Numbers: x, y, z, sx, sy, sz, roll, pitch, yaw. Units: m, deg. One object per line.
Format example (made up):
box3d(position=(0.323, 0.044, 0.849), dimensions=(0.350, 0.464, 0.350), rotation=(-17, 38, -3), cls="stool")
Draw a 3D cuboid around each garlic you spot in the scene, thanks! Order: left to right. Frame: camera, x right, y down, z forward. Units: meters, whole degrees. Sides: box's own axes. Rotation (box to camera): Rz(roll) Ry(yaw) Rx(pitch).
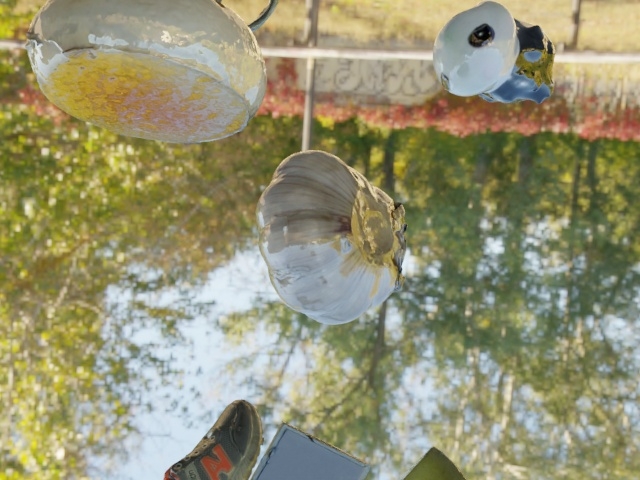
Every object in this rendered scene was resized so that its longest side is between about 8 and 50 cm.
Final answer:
box3d(position=(0.012, -0.003, 1.541), dimensions=(0.322, 0.322, 0.241), rotation=(-3, 146, -50), cls="garlic")

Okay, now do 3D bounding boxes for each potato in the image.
box3d(position=(0.145, 0.345, 1.036), dimensions=(0.149, 0.120, 0.081), rotation=(38, -152, 9), cls="potato")

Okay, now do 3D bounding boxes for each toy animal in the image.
box3d(position=(0.357, -0.402, 1.831), dimensions=(0.267, 0.212, 0.212), rotation=(11, 180, -35), cls="toy animal")

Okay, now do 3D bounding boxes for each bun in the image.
box3d(position=(-0.213, -0.245, 1.075), dimensions=(0.299, 0.164, 0.299), rotation=(5, 164, 1), cls="bun")

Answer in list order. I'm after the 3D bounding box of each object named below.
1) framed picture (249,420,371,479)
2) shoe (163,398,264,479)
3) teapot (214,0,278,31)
box3d(position=(-0.052, 0.516, 1.673), dimensions=(0.209, 0.281, 0.019), rotation=(30, -176, -10), cls="framed picture")
box3d(position=(-0.121, 0.243, 0.900), dimensions=(0.077, 0.194, 0.074), rotation=(37, 138, -21), cls="shoe")
box3d(position=(-0.193, -0.413, 1.306), dimensions=(0.270, 0.337, 0.200), rotation=(25, -177, -21), cls="teapot")
